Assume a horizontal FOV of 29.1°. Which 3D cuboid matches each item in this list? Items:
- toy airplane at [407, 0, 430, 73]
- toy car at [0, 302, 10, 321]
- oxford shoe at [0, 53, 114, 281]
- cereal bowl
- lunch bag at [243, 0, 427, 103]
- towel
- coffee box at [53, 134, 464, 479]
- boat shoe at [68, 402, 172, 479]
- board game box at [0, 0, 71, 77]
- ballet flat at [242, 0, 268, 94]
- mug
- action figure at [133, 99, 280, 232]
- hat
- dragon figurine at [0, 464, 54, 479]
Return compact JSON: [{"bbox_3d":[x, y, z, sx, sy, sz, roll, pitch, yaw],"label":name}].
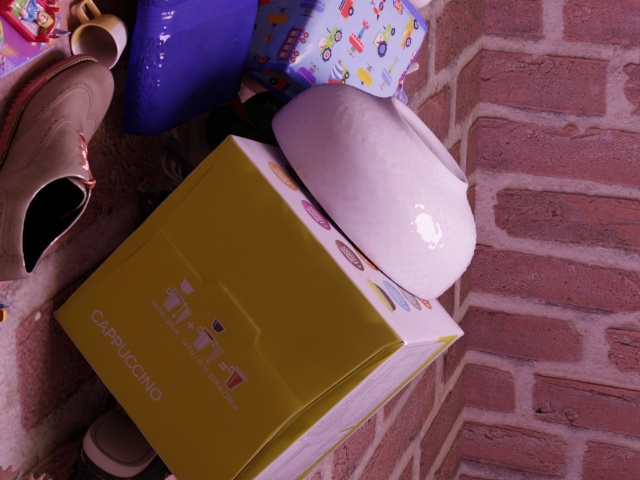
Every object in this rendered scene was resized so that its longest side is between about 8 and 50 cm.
[{"bbox_3d":[0.067,-0.406,2.062,0.384,0.272,0.386,-73,154,-52],"label":"toy airplane"},{"bbox_3d":[-0.350,0.042,1.431,0.060,0.040,0.122,34,65,-69],"label":"toy car"},{"bbox_3d":[-0.298,-0.078,1.392,0.123,0.130,0.348,76,29,-47],"label":"oxford shoe"},{"bbox_3d":[0.096,-0.088,1.660,0.141,0.339,0.339,-40,166,14],"label":"cereal bowl"},{"bbox_3d":[0.045,-0.281,1.831,0.293,0.138,0.221,34,79,-42],"label":"lunch bag"},{"bbox_3d":[-0.170,-0.302,1.604,0.227,0.076,0.308,-32,144,-45],"label":"towel"},{"bbox_3d":[-0.070,0.110,1.618,0.338,0.338,0.334,-43,166,13],"label":"coffee box"},{"bbox_3d":[-0.248,0.286,1.724,0.113,0.127,0.340,-56,175,17],"label":"boat shoe"},{"bbox_3d":[-0.325,-0.263,1.388,0.169,0.033,0.133,-51,145,-56],"label":"board game box"},{"bbox_3d":[-0.108,-0.330,1.849,0.106,0.107,0.316,-103,176,-53],"label":"ballet flat"},{"bbox_3d":[-0.267,-0.256,1.519,0.064,0.062,0.078,-65,163,-57],"label":"mug"},{"bbox_3d":[-0.173,-0.088,1.736,0.275,0.141,0.164,-30,160,-22],"label":"action figure"},{"bbox_3d":[-0.150,-0.166,1.839,0.183,0.173,0.209,14,44,-48],"label":"hat"},{"bbox_3d":[-0.368,0.366,1.447,0.289,0.085,0.144,-59,150,-50],"label":"dragon figurine"}]
